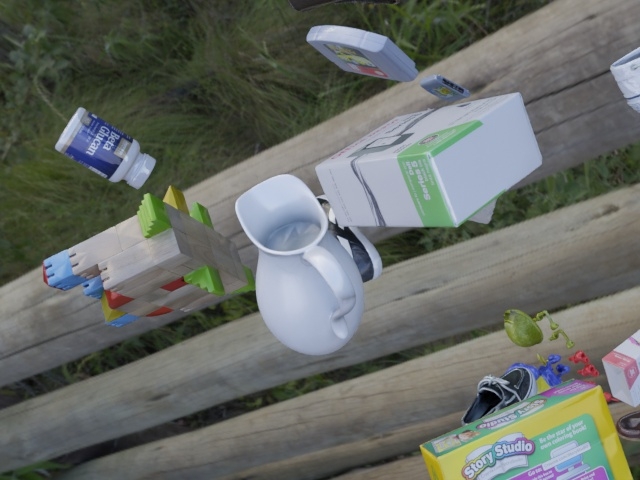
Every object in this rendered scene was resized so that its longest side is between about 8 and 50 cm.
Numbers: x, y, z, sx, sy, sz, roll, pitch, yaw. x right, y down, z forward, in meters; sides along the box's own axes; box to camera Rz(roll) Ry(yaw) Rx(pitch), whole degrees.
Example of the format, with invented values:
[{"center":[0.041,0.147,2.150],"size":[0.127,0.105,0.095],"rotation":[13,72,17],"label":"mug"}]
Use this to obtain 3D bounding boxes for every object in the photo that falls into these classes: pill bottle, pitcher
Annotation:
[{"center":[-0.406,-0.170,1.246],"size":[0.094,0.169,0.094],"rotation":[-43,29,31],"label":"pill bottle"},{"center":[-0.006,0.054,0.726],"size":[0.125,0.207,0.178],"rotation":[-28,47,-12],"label":"pitcher"}]

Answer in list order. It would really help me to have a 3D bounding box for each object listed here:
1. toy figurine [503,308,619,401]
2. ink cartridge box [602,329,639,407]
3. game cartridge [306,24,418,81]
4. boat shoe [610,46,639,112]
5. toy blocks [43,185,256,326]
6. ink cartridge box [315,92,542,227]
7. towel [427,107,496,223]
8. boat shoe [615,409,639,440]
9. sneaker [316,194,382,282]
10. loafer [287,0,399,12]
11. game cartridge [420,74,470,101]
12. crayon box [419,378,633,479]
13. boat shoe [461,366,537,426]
[{"center":[0.591,0.383,1.746],"size":[0.217,0.362,0.191],"rotation":[-45,12,-20],"label":"toy figurine"},{"center":[0.755,0.275,1.503],"size":[0.198,0.115,0.067],"rotation":[-31,21,-16],"label":"ink cartridge box"},{"center":[0.103,-0.511,1.771],"size":[0.294,0.196,0.060],"rotation":[25,86,43],"label":"game cartridge"},{"center":[0.445,-0.240,0.743],"size":[0.226,0.076,0.083],"rotation":[-38,11,25],"label":"boat shoe"},{"center":[-0.313,0.064,1.194],"size":[0.260,0.381,0.191],"rotation":[-25,71,10],"label":"toy blocks"},{"center":[0.151,-0.113,0.976],"size":[0.198,0.115,0.272],"rotation":[-34,19,-27],"label":"ink cartridge box"},{"center":[0.287,-0.146,1.338],"size":[0.187,0.282,0.049],"rotation":[13,55,8],"label":"towel"},{"center":[0.829,0.437,1.598],"size":[0.206,0.073,0.073],"rotation":[-9,44,-1],"label":"boat shoe"},{"center":[0.000,0.000,1.092],"size":[0.121,0.079,0.217],"rotation":[-17,41,-21],"label":"sneaker"},{"center":[0.001,-0.260,0.656],"size":[0.220,0.080,0.078],"rotation":[25,85,41],"label":"loafer"},{"center":[0.226,-0.278,1.195],"size":[0.056,0.083,0.017],"rotation":[8,80,63],"label":"game cartridge"},{"center":[0.420,0.487,1.274],"size":[0.362,0.106,0.313],"rotation":[-19,89,-12],"label":"crayon box"},{"center":[0.429,0.383,1.586],"size":[0.113,0.306,0.105],"rotation":[-10,110,49],"label":"boat shoe"}]
